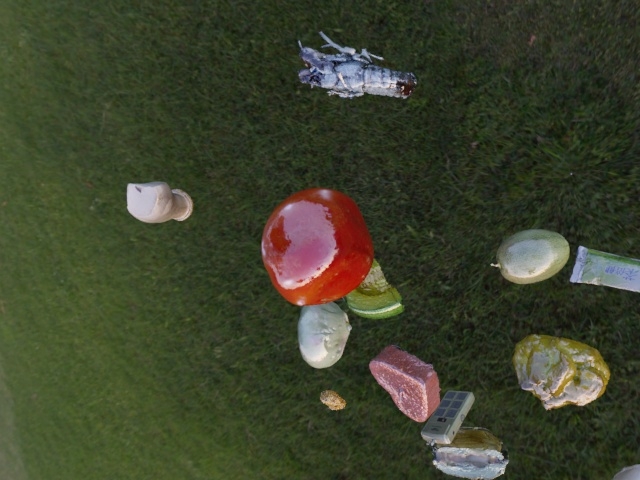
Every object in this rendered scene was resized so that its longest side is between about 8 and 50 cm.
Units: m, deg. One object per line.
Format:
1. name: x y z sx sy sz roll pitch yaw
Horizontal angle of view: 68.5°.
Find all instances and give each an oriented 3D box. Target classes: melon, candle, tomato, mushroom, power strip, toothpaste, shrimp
1. melon: 0.534 0.041 1.206 0.192 0.139 0.139 -17 89 7
2. candle: 0.347 0.567 1.839 0.317 0.131 0.287 52 148 2
3. tomato: -0.007 0.017 1.315 0.289 0.325 0.293 -28 59 23
4. mushroom: -0.388 -0.090 1.122 0.096 0.247 0.108 34 89 4
5. power strip: 0.296 0.413 1.097 0.076 0.169 0.028 -14 108 47
6. toothpaste: 0.584 0.069 0.830 0.248 0.047 0.078 15 73 30
7. shrimp: 0.052 -0.235 0.647 0.174 0.076 0.082 9 106 -4
8. melon: 0.163 0.191 1.580 0.169 0.265 0.129 -24 129 -3

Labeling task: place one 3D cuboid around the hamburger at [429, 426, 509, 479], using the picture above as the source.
1. hamburger: 0.595 0.836 1.884 0.308 0.211 0.132 -9 93 25

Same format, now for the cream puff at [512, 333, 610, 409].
1. cream puff: 0.645 0.350 1.280 0.244 0.196 0.244 9 137 8

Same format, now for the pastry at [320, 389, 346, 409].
1. pastry: 0.053 0.672 1.977 0.080 0.140 0.056 -15 52 13

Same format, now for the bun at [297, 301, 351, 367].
1. bun: 0.029 0.359 1.840 0.179 0.283 0.283 -5 95 23

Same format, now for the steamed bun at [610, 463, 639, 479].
1. steamed bun: 0.589 0.531 0.869 0.146 0.242 0.164 33 72 31
